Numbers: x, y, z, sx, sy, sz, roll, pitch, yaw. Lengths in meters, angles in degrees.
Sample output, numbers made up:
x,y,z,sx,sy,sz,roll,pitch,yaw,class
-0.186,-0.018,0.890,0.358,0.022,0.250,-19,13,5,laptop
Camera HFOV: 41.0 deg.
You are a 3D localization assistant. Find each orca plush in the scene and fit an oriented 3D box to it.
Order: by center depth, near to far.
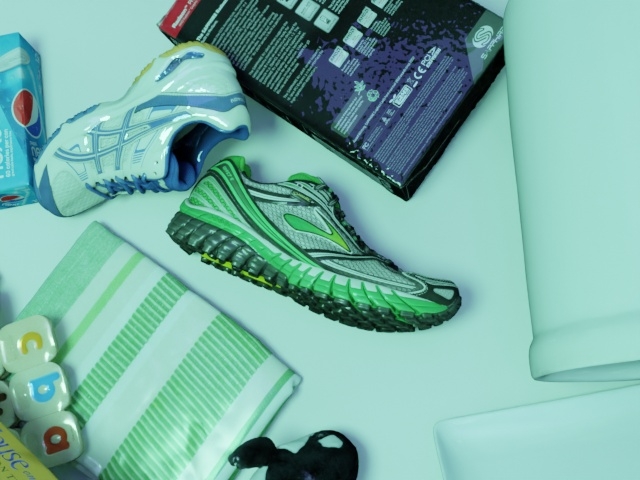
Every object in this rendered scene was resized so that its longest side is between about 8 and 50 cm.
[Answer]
x,y,z,sx,sy,sz,roll,pitch,yaw,class
-0.043,0.274,0.835,0.102,0.287,0.151,-15,88,46,orca plush

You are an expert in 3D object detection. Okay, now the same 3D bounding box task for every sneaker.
x,y,z,sx,sy,sz,roll,pitch,yaw,class
0.000,0.000,0.963,0.344,0.134,0.146,24,79,13,sneaker
-0.211,-0.098,0.988,0.296,0.112,0.131,-35,68,20,sneaker

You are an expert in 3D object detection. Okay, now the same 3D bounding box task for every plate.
x,y,z,sx,sy,sz,roll,pitch,yaw,class
0.266,0.266,0.839,0.278,0.045,0.277,-12,33,6,plate

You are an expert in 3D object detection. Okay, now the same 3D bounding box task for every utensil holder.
x,y,z,sx,sy,sz,roll,pitch,yaw,class
0.350,-0.068,0.839,0.328,0.327,0.385,-5,75,5,utensil holder

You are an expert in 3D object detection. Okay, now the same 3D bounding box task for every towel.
x,y,z,sx,sy,sz,roll,pitch,yaw,class
-0.216,0.162,0.997,0.325,0.038,0.247,33,81,15,towel

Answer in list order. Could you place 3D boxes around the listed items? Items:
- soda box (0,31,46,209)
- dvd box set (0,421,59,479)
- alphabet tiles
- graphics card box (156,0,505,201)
x,y,z,sx,sy,sz,roll,pitch,yaw,class
-0.393,-0.151,1.082,0.071,0.067,0.210,-10,75,4,soda box
-0.359,0.327,0.839,0.420,0.062,0.307,33,106,29,dvd box set
-0.411,0.204,0.986,0.278,0.021,0.284,-20,78,11,alphabet tiles
0.018,-0.244,1.035,0.371,0.094,0.232,34,88,15,graphics card box
